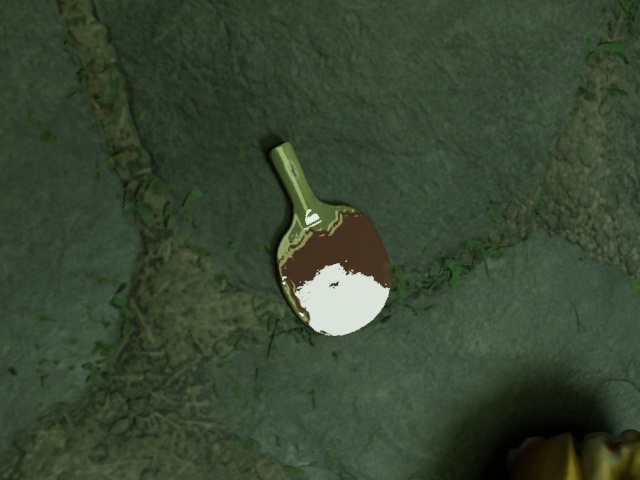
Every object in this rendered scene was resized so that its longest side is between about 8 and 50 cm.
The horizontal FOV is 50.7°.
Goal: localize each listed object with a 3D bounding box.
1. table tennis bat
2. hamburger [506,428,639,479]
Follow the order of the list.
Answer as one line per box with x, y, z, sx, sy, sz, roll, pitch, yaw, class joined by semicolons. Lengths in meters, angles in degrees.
0.000;0.000;0.761;0.131;0.022;0.234;-29;105;-13;table tennis bat
0.316;0.354;0.788;0.236;0.276;0.276;-5;99;25;hamburger
